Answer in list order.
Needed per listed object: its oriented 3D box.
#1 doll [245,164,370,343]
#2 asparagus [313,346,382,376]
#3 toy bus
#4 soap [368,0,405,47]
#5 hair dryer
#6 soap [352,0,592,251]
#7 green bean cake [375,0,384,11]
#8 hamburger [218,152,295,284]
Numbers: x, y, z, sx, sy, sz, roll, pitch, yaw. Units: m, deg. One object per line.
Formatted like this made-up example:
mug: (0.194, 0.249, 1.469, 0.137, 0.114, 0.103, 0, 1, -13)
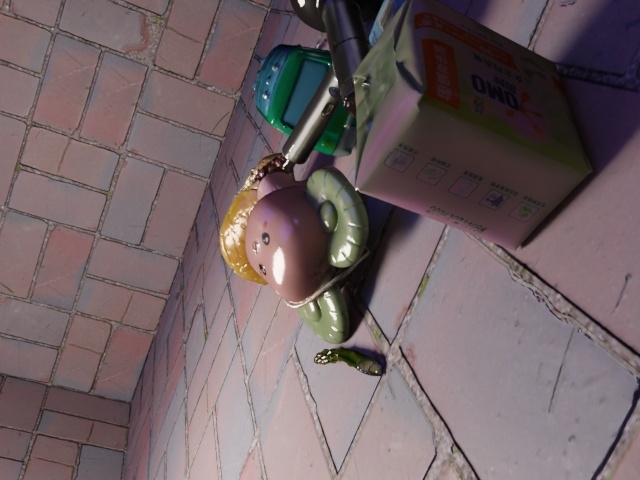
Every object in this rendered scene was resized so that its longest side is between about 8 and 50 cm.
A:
doll: (0.000, 0.000, 1.135, 0.268, 0.216, 0.284, 48, 139, 43)
asparagus: (0.036, 0.175, 1.047, 0.034, 0.027, 0.236, -65, 15, -13)
toy bus: (-0.026, -0.294, 1.427, 0.343, 0.199, 0.184, -124, 53, -71)
soap: (0.135, -0.309, 1.137, 0.293, 0.077, 0.156, -97, 28, -56)
hair dryer: (-0.015, -0.279, 1.159, 0.284, 0.155, 0.321, -32, 46, 38)
soap: (0.142, -0.117, 0.714, 0.138, 0.199, 0.182, -51, 26, 43)
green bean cake: (0.104, -0.626, 1.400, 0.300, 0.169, 0.308, 180, 108, -73)
hamburger: (-0.122, -0.042, 1.543, 0.155, 0.245, 0.282, -103, -10, -50)
